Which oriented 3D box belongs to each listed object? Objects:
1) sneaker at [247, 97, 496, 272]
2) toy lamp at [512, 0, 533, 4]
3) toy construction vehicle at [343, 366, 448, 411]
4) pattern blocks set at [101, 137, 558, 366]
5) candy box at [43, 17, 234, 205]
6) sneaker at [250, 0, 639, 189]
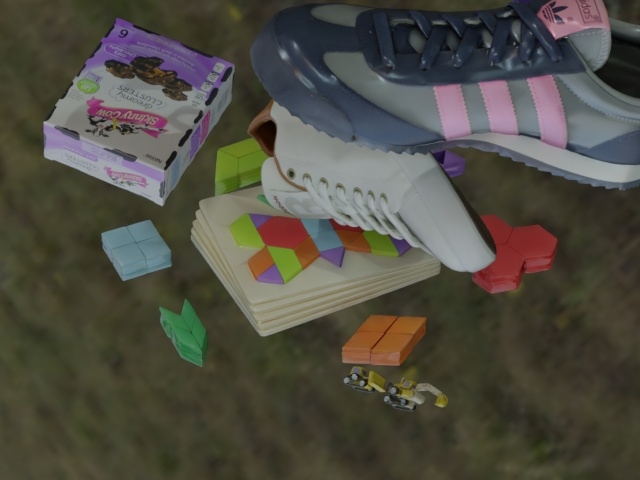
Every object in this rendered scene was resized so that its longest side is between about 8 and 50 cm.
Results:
[{"bbox_3d":[0.033,-0.037,1.497,0.106,0.123,0.290,51,179,-38],"label":"sneaker"},{"bbox_3d":[0.258,-0.280,2.232,0.080,0.080,0.275,51,-173,3],"label":"toy lamp"},{"bbox_3d":[0.090,0.171,2.266,0.098,0.035,0.086,8,163,38],"label":"toy construction vehicle"},{"bbox_3d":[0.000,0.000,1.598,0.285,0.325,0.026,43,146,36],"label":"pattern blocks set"},{"bbox_3d":[-0.220,-0.158,2.353,0.165,0.196,0.070,22,144,9],"label":"candy box"},{"bbox_3d":[0.114,-0.124,1.259,0.131,0.319,0.112,-54,40,44],"label":"sneaker"}]
